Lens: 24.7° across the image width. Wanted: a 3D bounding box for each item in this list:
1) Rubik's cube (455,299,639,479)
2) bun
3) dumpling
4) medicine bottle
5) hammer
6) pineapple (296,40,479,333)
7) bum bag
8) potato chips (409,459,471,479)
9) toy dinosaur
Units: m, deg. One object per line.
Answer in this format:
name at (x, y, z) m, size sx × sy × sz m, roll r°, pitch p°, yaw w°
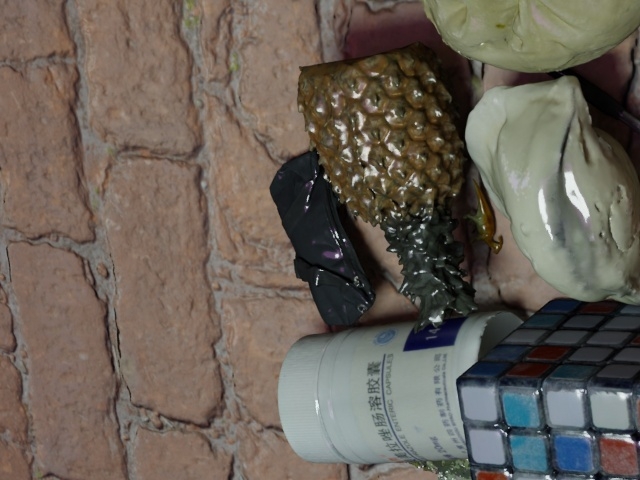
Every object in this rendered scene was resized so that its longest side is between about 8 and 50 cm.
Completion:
Rubik's cube at (0.364, 0.250, 1.765) m, size 0.292 × 0.293 × 0.287 m, roll 0°, pitch 107°, yaw 35°
bun at (0.239, -0.349, 1.660) m, size 0.326 × 0.234 × 0.362 m, roll 30°, pitch 128°, yaw 14°
dumpling at (0.277, -0.041, 1.776) m, size 0.243 × 0.187 × 0.318 m, roll 9°, pitch 128°, yaw 46°
medicine bottle at (0.117, 0.203, 1.970) m, size 0.332 × 0.190 × 0.190 m, roll -10°, pitch 102°, yaw 36°
hammer at (0.355, -0.166, 1.777) m, size 0.246 × 0.029 × 0.103 m, roll 40°, pitch 125°, yaw 16°
pineapple at (0.103, -0.065, 1.845) m, size 0.202 × 0.202 × 0.362 m, roll -19°, pitch 85°, yaw 37°
bum bag at (0.000, 0.000, 2.031) m, size 0.123 × 0.060 × 0.248 m, roll -34°, pitch 67°, yaw 43°
potato chips at (0.189, 0.335, 2.079) m, size 0.220 × 0.029 × 0.202 m, roll 44°, pitch 125°, yaw 8°
toy dinosaur at (0.207, -0.030, 1.923) m, size 0.041 × 0.026 × 0.113 m, roll -13°, pitch 109°, yaw 29°
